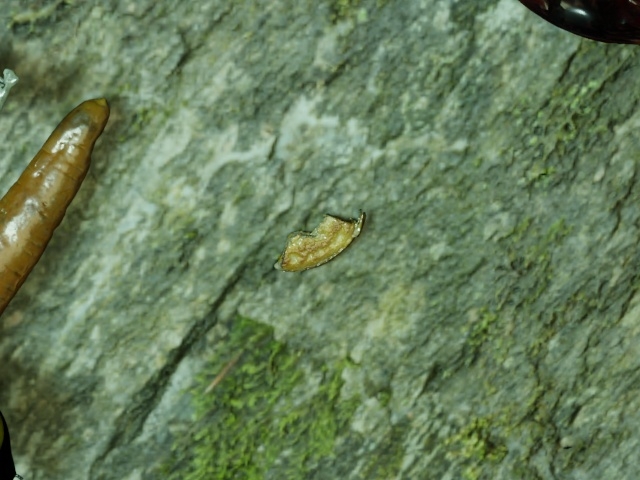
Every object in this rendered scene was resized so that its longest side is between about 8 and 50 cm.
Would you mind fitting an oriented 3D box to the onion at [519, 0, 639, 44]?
[{"bbox_3d":[0.264,-0.271,0.845,0.341,0.341,0.341,-5,110,-14],"label":"onion"}]

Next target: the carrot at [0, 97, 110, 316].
[{"bbox_3d":[-0.214,-0.017,0.954,0.061,0.061,0.209,36,93,-24],"label":"carrot"}]

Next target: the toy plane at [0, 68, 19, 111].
[{"bbox_3d":[-0.307,-0.091,0.880,0.192,0.088,0.262,28,104,5],"label":"toy plane"}]

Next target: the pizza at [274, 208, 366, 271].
[{"bbox_3d":[0.000,0.000,1.040,0.083,0.016,0.037,-31,116,1],"label":"pizza"}]

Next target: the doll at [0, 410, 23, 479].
[{"bbox_3d":[-0.305,0.097,0.933,0.088,0.127,0.249,-45,106,2],"label":"doll"}]
